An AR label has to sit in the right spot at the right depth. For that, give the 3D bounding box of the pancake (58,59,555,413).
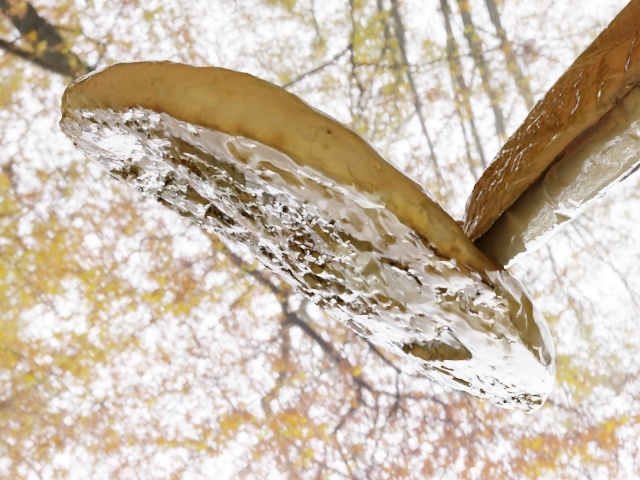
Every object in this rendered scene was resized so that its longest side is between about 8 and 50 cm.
[{"bbox_3d":[-0.001,0.002,0.631,0.356,0.356,0.065,25,-104,42],"label":"pancake"}]

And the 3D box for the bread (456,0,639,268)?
[{"bbox_3d":[0.140,-0.055,0.495,0.214,0.053,0.073,-51,-161,38],"label":"bread"}]
